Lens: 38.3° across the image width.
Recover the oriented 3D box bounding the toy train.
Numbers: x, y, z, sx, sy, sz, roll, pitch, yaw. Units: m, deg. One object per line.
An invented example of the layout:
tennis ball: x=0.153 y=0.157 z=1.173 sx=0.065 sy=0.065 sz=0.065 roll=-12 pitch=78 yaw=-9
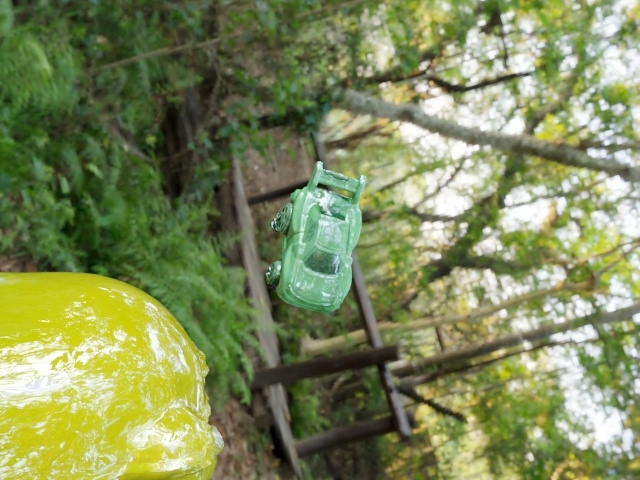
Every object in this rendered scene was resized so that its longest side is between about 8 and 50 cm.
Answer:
toy train: x=0.000 y=0.000 z=1.016 sx=0.081 sy=0.099 sz=0.149 roll=136 pitch=-33 yaw=-58

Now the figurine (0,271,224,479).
figurine: x=-0.230 y=0.109 z=0.546 sx=0.323 sy=0.340 sz=0.231 roll=-139 pitch=-133 yaw=-73
